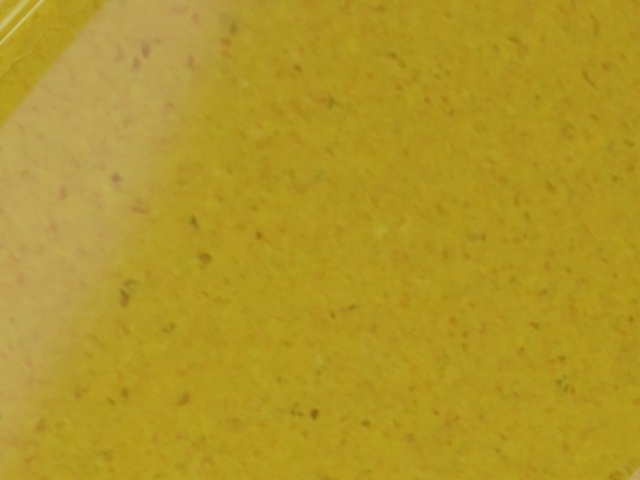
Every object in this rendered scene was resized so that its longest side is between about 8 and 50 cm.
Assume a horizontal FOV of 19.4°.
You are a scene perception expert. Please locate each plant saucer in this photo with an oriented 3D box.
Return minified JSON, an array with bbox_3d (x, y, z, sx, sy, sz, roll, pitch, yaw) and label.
[{"bbox_3d":[0.000,0.000,0.450,0.333,0.081,0.333,-47,121,-1],"label":"plant saucer"}]
